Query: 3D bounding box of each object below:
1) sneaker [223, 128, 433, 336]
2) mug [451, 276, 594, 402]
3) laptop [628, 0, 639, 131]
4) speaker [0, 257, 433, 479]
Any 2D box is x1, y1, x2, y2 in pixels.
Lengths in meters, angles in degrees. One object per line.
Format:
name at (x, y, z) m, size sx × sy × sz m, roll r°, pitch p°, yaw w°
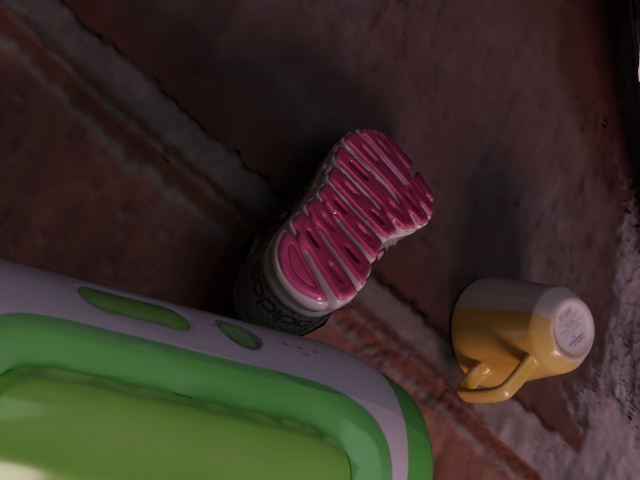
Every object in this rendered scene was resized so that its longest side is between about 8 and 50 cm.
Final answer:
sneaker at (0.000, 0.000, 0.960) m, size 0.063 × 0.075 × 0.170 m, roll 48°, pitch 34°, yaw -6°
mug at (0.114, 0.057, 1.042) m, size 0.062 × 0.064 × 0.078 m, roll 21°, pitch 73°, yaw -37°
laptop at (0.338, -0.237, 1.144) m, size 0.382 × 0.236 × 0.407 m, roll -13°, pitch 67°, yaw -3°
speaker at (-0.093, 0.085, 0.829) m, size 0.297 × 0.131 × 0.131 m, roll 17°, pitch 75°, yaw -38°
